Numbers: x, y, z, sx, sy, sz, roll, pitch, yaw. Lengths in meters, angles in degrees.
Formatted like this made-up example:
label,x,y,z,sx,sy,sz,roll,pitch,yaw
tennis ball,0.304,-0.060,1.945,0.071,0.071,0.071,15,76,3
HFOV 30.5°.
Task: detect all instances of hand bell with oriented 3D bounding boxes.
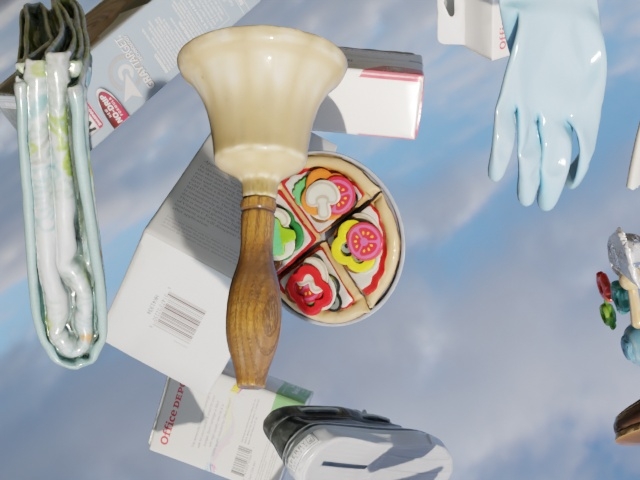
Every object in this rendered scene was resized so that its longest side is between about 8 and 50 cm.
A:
label,x,y,z,sx,sy,sz,roll,pitch,yaw
hand bell,-0.044,-0.016,0.831,0.126,0.126,0.242,-18,-115,46

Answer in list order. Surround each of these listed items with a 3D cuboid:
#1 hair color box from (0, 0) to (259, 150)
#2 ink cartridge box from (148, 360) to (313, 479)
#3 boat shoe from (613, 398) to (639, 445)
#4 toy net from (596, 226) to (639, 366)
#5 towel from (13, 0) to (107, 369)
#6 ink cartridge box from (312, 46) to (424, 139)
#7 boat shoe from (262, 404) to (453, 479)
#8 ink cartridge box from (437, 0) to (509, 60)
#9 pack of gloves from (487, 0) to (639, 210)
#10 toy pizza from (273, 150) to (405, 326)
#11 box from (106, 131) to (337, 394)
label,x,y,z,sx,sy,sz,roll,pitch,yaw
hair color box,-0.286,-0.285,1.730,0.374,0.114,0.185,-46,-150,-22
ink cartridge box,-0.136,0.272,1.789,0.093,0.212,0.154,-45,153,-78
boat shoe,0.431,0.188,1.395,0.207,0.073,0.073,-33,-128,44
toy net,0.366,0.053,1.385,0.045,0.232,0.122,-17,-134,-1
towel,-0.309,-0.082,1.406,0.090,0.374,0.320,-3,-154,-11
ink cartridge box,0.059,-0.206,1.607,0.158,0.092,0.218,6,-162,3
boat shoe,0.058,0.273,1.577,0.121,0.335,0.119,-53,-131,9
ink cartridge box,0.180,-0.237,1.117,0.143,0.092,0.090,-21,-145,-22
pack of gloves,0.179,-0.128,0.642,0.195,0.232,0.046,-15,-155,-31
toy pizza,0.000,0.000,1.318,0.201,0.201,0.032,-27,176,30
box,-0.132,-0.003,1.586,0.215,0.168,0.345,-60,-177,39
